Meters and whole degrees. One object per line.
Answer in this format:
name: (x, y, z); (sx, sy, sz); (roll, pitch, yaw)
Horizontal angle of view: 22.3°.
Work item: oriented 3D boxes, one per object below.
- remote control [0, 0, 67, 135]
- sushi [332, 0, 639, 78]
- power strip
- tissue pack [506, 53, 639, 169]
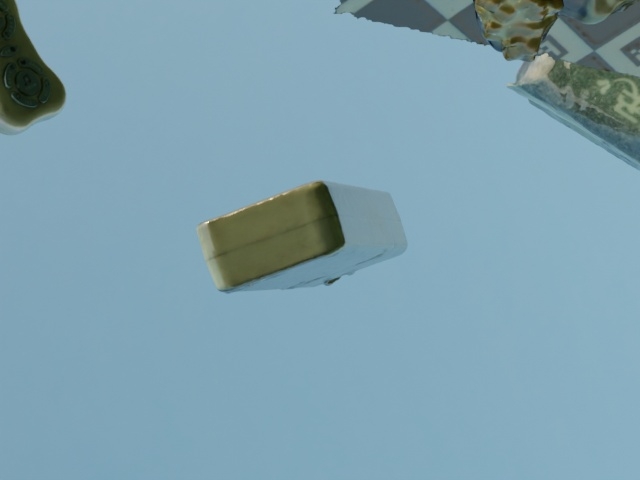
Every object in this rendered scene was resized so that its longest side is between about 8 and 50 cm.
remote control: (-0.254, -0.146, 1.290); (0.074, 0.032, 0.122); (-34, -84, -41)
sushi: (0.180, -0.188, 0.899); (0.264, 0.290, 0.050); (8, -132, -28)
power strip: (0.000, 0.000, 1.142); (0.288, 0.093, 0.053); (1, -112, -77)
tissue pack: (0.334, -0.198, 1.332); (0.228, 0.315, 0.103); (36, -173, 20)
